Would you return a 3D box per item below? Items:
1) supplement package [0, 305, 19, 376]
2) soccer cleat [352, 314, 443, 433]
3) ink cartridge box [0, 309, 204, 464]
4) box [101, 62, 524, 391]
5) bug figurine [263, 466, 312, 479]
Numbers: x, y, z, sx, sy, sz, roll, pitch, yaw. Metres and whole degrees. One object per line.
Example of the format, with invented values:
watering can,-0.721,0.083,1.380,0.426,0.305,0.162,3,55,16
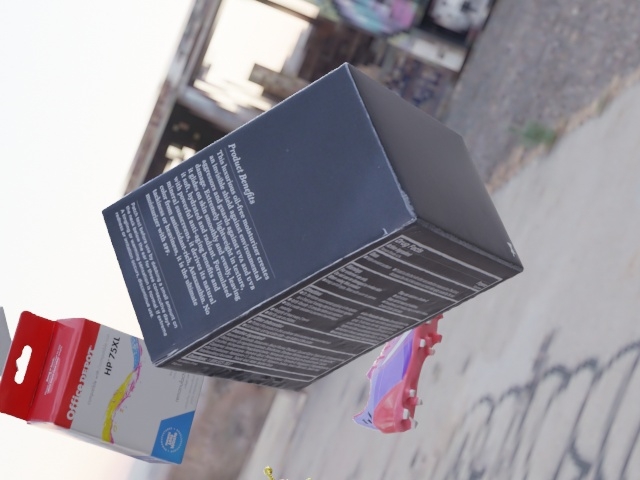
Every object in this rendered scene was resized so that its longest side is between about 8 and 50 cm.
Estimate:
supplement package,-0.559,0.171,2.161,0.105,0.105,0.179,-15,-1,42
soccer cleat,0.119,0.176,2.189,0.083,0.095,0.248,59,-140,-52
ink cartridge box,-0.264,0.177,1.753,0.078,0.231,0.134,-8,64,52
box,0.000,0.000,1.444,0.294,0.183,0.296,-28,-21,19
bug figurine,-0.045,0.388,1.569,0.216,0.279,0.072,-44,-44,-1
